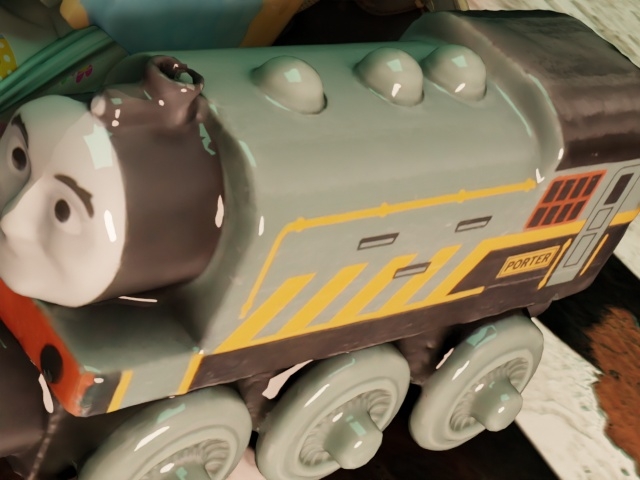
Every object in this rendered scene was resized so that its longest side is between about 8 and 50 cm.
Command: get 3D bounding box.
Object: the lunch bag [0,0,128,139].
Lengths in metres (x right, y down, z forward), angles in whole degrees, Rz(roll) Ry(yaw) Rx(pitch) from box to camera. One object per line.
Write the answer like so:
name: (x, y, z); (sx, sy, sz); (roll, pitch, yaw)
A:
lunch bag: (-0.205, -0.110, 0.661); (0.224, 0.108, 0.279); (30, 32, 6)

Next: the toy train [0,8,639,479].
toy train: (0.000, 0.000, 0.569); (0.334, 0.190, 0.142); (-8, 45, -42)

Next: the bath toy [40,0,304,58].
bath toy: (-0.148, -0.213, 0.630); (0.348, 0.129, 0.151); (42, -2, 15)

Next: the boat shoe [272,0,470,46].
boat shoe: (-0.013, -0.159, 0.716); (0.355, 0.132, 0.130); (71, 18, 0)
